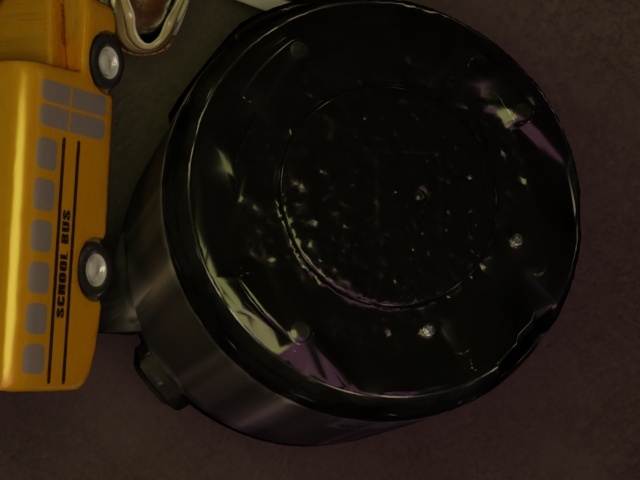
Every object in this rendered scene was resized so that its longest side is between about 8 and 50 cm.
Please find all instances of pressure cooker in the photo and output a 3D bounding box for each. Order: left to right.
[{"bbox_3d":[-0.001,0.006,1.454,0.370,0.420,0.375,35,72,-4],"label":"pressure cooker"}]

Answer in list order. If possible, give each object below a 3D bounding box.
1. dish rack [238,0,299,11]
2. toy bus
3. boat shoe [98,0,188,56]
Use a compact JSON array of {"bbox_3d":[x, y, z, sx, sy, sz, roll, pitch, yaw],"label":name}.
[{"bbox_3d":[-0.053,-0.369,1.490,0.333,0.072,0.285,18,100,-21],"label":"dish rack"},{"bbox_3d":[-0.250,-0.042,1.326,0.130,0.108,0.332,9,83,-61],"label":"toy bus"},{"bbox_3d":[-0.131,-0.310,1.389,0.113,0.103,0.302,4,104,-17],"label":"boat shoe"}]
